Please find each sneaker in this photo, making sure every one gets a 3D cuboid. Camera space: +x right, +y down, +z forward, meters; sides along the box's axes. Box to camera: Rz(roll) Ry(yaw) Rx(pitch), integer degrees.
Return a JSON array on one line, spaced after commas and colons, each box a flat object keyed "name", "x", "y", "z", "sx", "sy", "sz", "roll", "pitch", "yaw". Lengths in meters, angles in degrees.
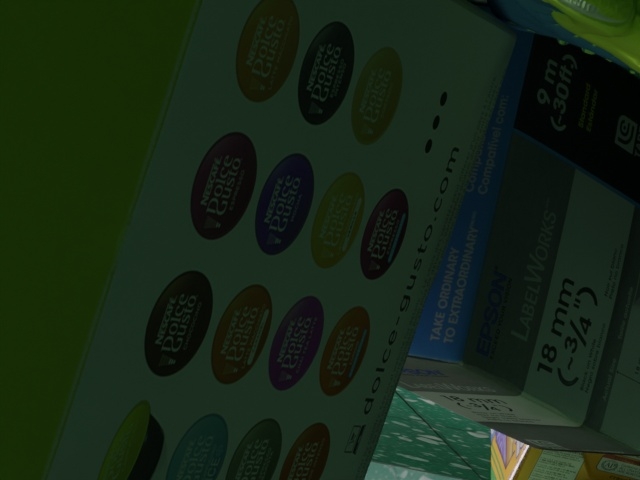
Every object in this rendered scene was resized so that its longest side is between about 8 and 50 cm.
[{"name": "sneaker", "x": 0.175, "y": -0.137, "z": 1.100, "sx": 0.240, "sy": 0.091, "sz": 0.126, "roll": 29, "pitch": 174, "yaw": -35}]

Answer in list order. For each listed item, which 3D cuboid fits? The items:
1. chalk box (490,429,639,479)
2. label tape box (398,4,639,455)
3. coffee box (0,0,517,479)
[{"name": "chalk box", "x": 0.250, "y": 0.098, "z": 1.633, "sx": 0.180, "sy": 0.289, "sz": 0.179, "roll": 13, "pitch": 134, "yaw": -8}, {"name": "label tape box", "x": 0.112, "y": -0.015, "z": 1.278, "sx": 0.106, "sy": 0.240, "sz": 0.334, "roll": 1, "pitch": 161, "yaw": 44}, {"name": "coffee box", "x": -0.152, "y": -0.027, "z": 1.038, "sx": 0.338, "sy": 0.337, "sz": 0.334, "roll": 19, "pitch": -179, "yaw": 27}]
